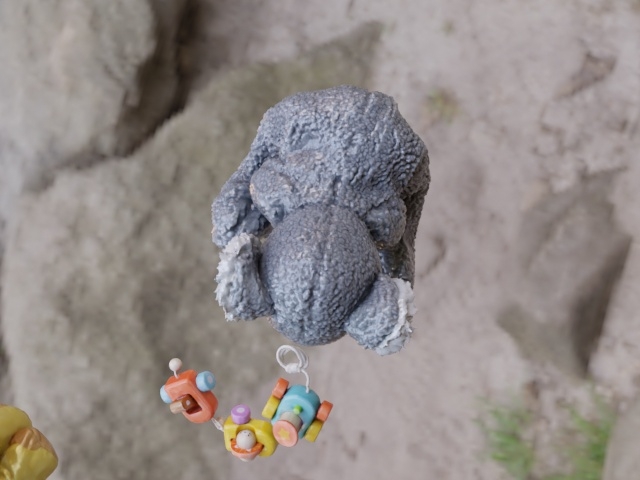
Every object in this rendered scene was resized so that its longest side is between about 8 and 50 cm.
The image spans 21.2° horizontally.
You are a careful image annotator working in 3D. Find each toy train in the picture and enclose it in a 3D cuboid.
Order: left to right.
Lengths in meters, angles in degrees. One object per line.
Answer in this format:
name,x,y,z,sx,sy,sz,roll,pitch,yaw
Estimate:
toy train,-0.073,0.160,1.617,0.166,0.125,0.046,-16,27,32

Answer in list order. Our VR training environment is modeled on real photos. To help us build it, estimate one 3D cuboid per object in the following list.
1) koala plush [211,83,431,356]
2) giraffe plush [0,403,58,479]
koala plush,0.000,0.000,1.457,0.221,0.196,0.203,-75,5,-46
giraffe plush,-0.424,0.247,1.928,0.181,0.170,0.210,1,54,26
